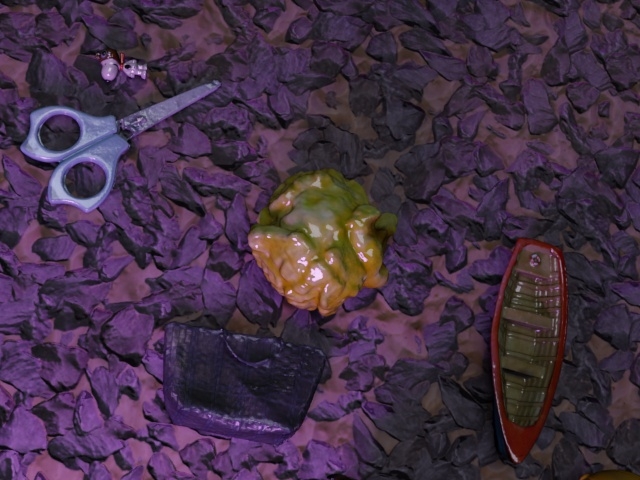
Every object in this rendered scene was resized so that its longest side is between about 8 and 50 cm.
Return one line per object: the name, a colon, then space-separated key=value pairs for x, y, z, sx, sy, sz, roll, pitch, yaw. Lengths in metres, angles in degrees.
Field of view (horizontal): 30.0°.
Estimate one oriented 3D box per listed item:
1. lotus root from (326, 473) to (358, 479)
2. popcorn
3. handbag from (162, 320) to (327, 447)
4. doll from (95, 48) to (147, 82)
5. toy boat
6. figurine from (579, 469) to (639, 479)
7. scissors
lotus root: x=0.140 y=0.487 z=1.821 sx=0.316 sy=0.316 sz=0.249 roll=12 pitch=91 yaw=-9
popcorn: x=0.000 y=0.000 z=1.942 sx=0.255 sy=0.195 sz=0.256 roll=9 pitch=54 yaw=-16
handbag: x=-0.129 y=0.225 z=1.910 sx=0.271 sy=0.088 sz=0.175 roll=13 pitch=64 yaw=-9
doll: x=-0.337 y=-0.299 z=2.027 sx=0.085 sy=0.040 sz=0.058 roll=-9 pitch=89 yaw=-11
toy boat: x=0.343 y=0.188 z=2.023 sx=0.136 sy=0.079 sz=0.392 roll=15 pitch=71 yaw=-11
figurine: x=0.491 y=0.492 z=1.930 sx=0.192 sy=0.167 sz=0.256 roll=-33 pitch=106 yaw=-32
scissors: x=-0.320 y=-0.190 z=2.007 sx=0.360 sy=0.029 sz=0.191 roll=-30 pitch=87 yaw=-21
